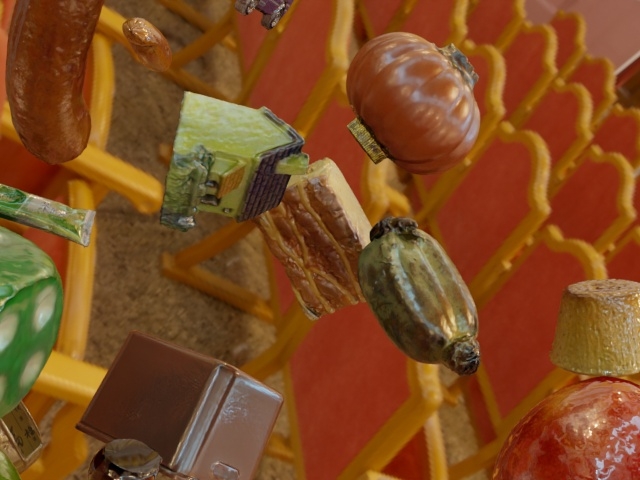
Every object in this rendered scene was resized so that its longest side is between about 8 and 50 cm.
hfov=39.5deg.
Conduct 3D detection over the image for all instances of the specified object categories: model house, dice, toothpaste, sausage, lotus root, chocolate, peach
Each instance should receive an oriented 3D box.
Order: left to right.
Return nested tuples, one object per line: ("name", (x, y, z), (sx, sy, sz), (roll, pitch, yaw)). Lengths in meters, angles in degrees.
("dice", (-0.633, 0.136, 1.512), (0.287, 0.297, 0.300), (20, 17, 9))
("toothpaste", (-0.510, -0.056, 1.527), (0.248, 0.047, 0.078), (19, 55, -24))
("sausage", (-0.244, -0.189, 0.839), (0.076, 0.302, 0.103), (43, 41, 18))
("chocolate", (-0.311, 0.393, 1.430), (0.124, 0.133, 0.127), (-1, 24, -46))
("sausage", (-0.268, -0.307, 1.386), (0.062, 0.054, 0.183), (28, -5, 8))
("model house", (-0.136, -0.099, 1.406), (0.211, 0.194, 0.170), (10, 54, -11))
("lotus root", (0.175, 0.106, 1.539), (0.173, 0.173, 0.309), (11, 44, -48))
("peach", (0.431, 0.379, 1.300), (0.370, 0.370, 0.370), (34, 32, -25))

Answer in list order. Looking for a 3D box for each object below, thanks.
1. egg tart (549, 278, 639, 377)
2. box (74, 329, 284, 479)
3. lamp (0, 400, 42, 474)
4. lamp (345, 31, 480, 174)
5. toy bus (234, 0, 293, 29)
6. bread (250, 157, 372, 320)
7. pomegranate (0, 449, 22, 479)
("egg tart", (0.513, 0.153, 1.623), (0.202, 0.202, 0.147), (-20, 106, -60))
("box", (-0.272, 0.345, 1.778), (0.239, 0.339, 0.229), (41, 69, -47))
("lamp", (-0.661, 0.386, 1.806), (0.185, 0.161, 0.161), (65, 24, -18))
("lamp", (0.135, -0.199, 1.299), (0.223, 0.196, 0.223), (50, 6, -7))
("toy bus", (-0.061, -0.258, 0.802), (0.087, 0.098, 0.178), (35, 10, 3))
("bread", (0.000, 0.000, 1.683), (0.275, 0.184, 0.114), (61, 20, -22))
("pomegranate", (-0.485, 0.378, 1.154), (0.216, 0.358, 0.310), (-8, 58, -16))
